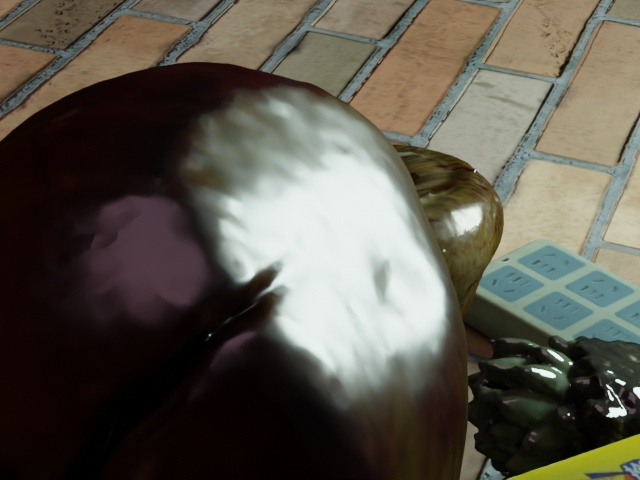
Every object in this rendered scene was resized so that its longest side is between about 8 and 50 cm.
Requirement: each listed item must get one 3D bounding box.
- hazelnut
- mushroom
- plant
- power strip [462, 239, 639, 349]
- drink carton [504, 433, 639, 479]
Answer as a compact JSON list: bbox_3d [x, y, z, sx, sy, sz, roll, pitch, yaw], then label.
[{"bbox_3d":[-0.090,0.097,1.230,0.402,0.402,0.429,6,33,2],"label":"hazelnut"},{"bbox_3d":[-0.008,0.010,1.551,0.283,0.195,0.263,8,16,-30],"label":"mushroom"},{"bbox_3d":[0.198,0.140,1.416,0.195,0.132,0.129,5,25,-10],"label":"plant"},{"bbox_3d":[0.234,0.079,1.619,0.118,0.046,0.270,-21,38,-39],"label":"power strip"},{"bbox_3d":[0.270,0.199,1.288,0.351,0.154,0.111,-14,33,-32],"label":"drink carton"}]
